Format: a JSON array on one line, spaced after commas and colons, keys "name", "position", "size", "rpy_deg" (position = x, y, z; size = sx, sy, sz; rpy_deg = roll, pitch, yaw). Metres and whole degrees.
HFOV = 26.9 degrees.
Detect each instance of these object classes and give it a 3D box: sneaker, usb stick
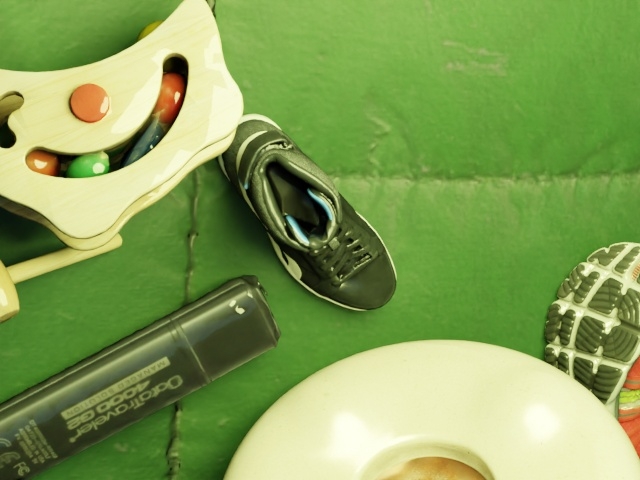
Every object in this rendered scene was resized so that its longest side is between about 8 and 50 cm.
[{"name": "sneaker", "position": [0.000, 0.000, 1.085], "size": [0.079, 0.121, 0.217], "rpy_deg": [-42, 117, 1]}, {"name": "usb stick", "position": [-0.163, 0.118, 1.119], "size": [0.278, 0.045, 0.077], "rpy_deg": [-28, 123, -7]}, {"name": "sneaker", "position": [0.277, 0.127, 1.259], "size": [0.118, 0.107, 0.279], "rpy_deg": [-6, 116, -36]}]

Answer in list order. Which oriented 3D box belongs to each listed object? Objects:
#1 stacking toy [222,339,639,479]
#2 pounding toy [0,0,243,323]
[{"name": "stacking toy", "position": [0.116, 0.359, 1.199], "size": [0.350, 0.350, 0.480], "rpy_deg": [-21, 131, -10]}, {"name": "pounding toy", "position": [-0.190, -0.073, 1.023], "size": [0.269, 0.155, 0.154], "rpy_deg": [-39, 89, -12]}]
